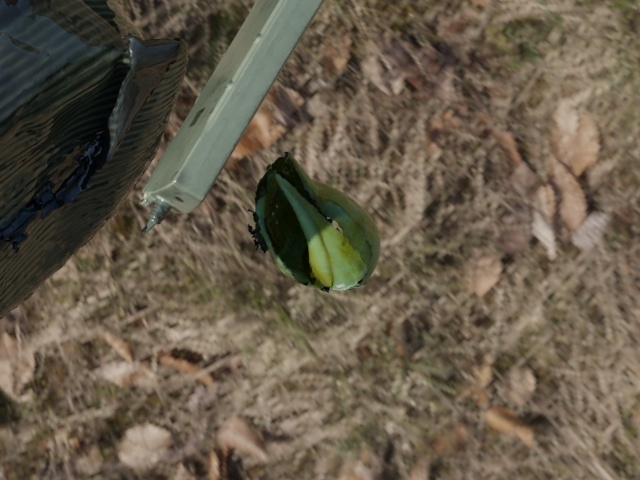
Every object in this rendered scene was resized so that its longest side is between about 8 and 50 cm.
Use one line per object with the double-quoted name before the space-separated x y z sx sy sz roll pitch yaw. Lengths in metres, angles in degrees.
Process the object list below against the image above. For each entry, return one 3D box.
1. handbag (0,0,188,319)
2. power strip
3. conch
"handbag" -0.258 -0.087 0.973 0.247 0.240 0.341 47 63 -3
"power strip" -0.051 -0.098 0.879 0.029 0.080 0.227 34 77 -17
"conch" 0.000 -0.002 1.273 0.095 0.079 0.201 -49 131 7
